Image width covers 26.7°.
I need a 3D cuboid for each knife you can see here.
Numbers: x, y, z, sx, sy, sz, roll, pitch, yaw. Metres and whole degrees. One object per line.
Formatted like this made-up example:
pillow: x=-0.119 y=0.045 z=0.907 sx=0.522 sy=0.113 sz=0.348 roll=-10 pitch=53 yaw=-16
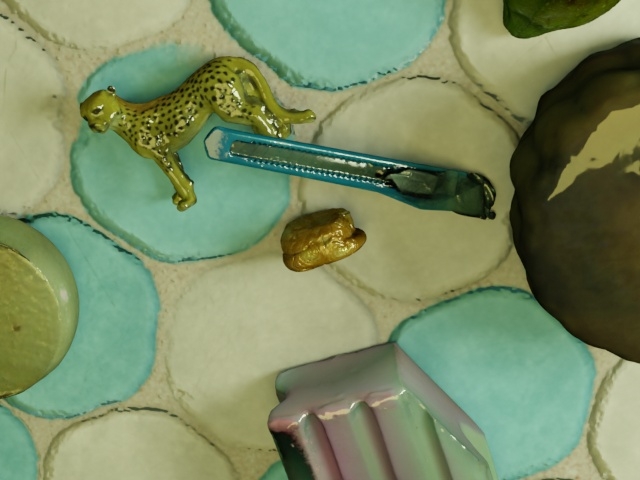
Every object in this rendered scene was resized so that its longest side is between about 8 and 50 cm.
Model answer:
knife: x=0.035 y=-0.061 z=1.239 sx=0.296 sy=0.026 sz=0.044 roll=9 pitch=112 yaw=-19

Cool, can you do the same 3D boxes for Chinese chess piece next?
Chinese chess piece: x=-0.332 y=0.065 z=1.328 sx=0.188 sy=0.083 sz=0.188 roll=1 pitch=110 yaw=3

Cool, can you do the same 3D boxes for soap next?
soap: x=0.088 y=0.270 z=1.368 sx=0.193 sy=0.109 sz=0.324 roll=-15 pitch=110 yaw=11

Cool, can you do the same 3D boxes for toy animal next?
toy animal: x=-0.111 y=-0.118 z=1.240 sx=0.181 sy=0.073 sz=0.136 roll=-30 pitch=106 yaw=13

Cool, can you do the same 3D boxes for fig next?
fig: x=0.205 y=-0.235 z=1.161 sx=0.123 sy=0.123 sz=0.156 roll=20 pitch=151 yaw=-5

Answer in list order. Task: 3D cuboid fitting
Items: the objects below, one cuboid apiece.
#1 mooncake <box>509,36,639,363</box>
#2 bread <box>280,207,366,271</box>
mooncake: x=0.308 y=-0.037 z=1.196 sx=0.290 sy=0.161 sz=0.290 roll=1 pitch=115 yaw=3
bread: x=0.000 y=0.000 z=1.278 sx=0.083 sy=0.081 sz=0.046 roll=-22 pitch=103 yaw=-22
